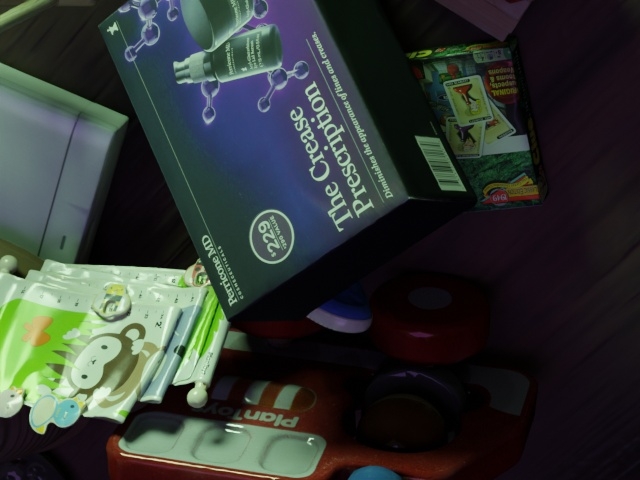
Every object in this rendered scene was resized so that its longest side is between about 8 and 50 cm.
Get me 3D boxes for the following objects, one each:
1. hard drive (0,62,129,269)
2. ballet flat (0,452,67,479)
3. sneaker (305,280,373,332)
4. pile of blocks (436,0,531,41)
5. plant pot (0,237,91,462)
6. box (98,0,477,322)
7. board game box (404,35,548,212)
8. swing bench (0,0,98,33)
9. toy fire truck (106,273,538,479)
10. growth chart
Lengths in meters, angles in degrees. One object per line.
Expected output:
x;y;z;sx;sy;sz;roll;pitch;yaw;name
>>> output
-0.357;-0.070;1.670;0.353;0.047;0.233;23;121;5;hard drive
-0.345;0.195;1.806;0.250;0.058;0.084;22;86;-1;ballet flat
-0.001;0.000;1.525;0.152;0.058;0.085;49;127;40;sneaker
0.039;-0.285;1.394;0.149;0.112;0.362;-30;104;28;pile of blocks
-0.306;0.113;1.663;0.237;0.110;0.237;8;128;11;plant pot
-0.029;-0.095;1.453;0.184;0.103;0.261;-36;70;31;box
0.041;-0.080;1.551;0.259;0.030;0.136;-6;117;20;board game box
-0.329;-0.283;1.477;0.254;0.165;0.253;13;123;33;swing bench
0.009;0.145;1.546;0.302;0.254;0.169;9;119;13;toy fire truck
-0.178;0.077;1.534;0.237;0.172;0.021;-1;143;16;growth chart
